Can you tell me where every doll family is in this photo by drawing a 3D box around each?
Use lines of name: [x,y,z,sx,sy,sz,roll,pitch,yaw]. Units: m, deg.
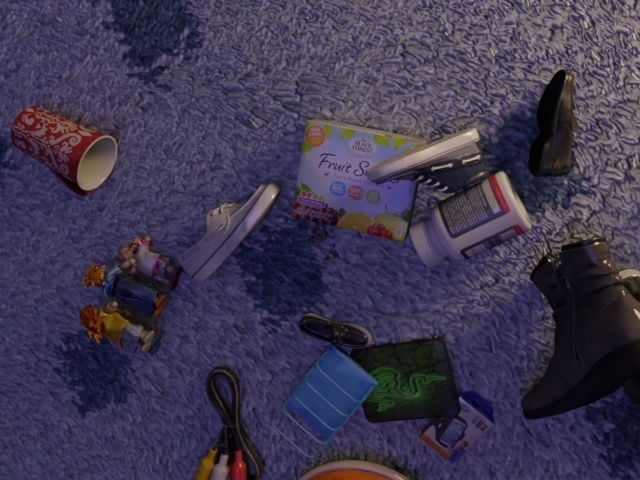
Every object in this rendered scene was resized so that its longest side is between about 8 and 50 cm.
doll family: [-0.394,0.121,1.308,0.163,0.118,0.263,24,110,8]

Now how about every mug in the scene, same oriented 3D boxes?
mug: [-0.500,-0.166,1.266,0.169,0.113,0.150,27,108,11]

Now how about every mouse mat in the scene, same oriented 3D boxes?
mouse mat: [0.157,0.265,1.239,0.189,0.007,0.153,-12,96,24]

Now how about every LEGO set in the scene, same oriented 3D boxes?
LEGO set: [0.003,0.000,1.215,0.083,0.023,0.054,47,111,0]

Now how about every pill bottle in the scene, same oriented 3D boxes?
pill bottle: [0.244,-0.028,1.096,0.180,0.108,0.108,-27,96,21]

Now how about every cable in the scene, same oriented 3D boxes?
cable: [-0.184,0.406,1.353,0.139,0.072,0.287,8,106,8]

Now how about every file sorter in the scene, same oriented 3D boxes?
file sorter: [0.004,0.306,1.248,0.118,0.104,0.170,40,112,9]

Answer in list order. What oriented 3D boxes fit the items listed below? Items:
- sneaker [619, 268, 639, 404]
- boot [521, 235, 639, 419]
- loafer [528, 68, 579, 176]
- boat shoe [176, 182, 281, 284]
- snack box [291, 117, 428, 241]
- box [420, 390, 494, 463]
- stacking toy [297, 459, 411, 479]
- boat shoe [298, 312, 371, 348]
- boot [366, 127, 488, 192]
sneaker: [0.519,0.169,1.069,0.078,0.106,0.234,-9,102,6]
boot: [0.410,0.149,1.090,0.223,0.118,0.338,67,149,25]
loafer: [0.380,-0.183,1.049,0.061,0.062,0.170,4,111,-9]
boat shoe: [-0.178,-0.023,1.222,0.084,0.095,0.258,43,110,-3]
snack box: [0.066,-0.107,1.143,0.207,0.070,0.175,14,106,10]
box: [0.260,0.346,1.236,0.081,0.028,0.136,39,113,4]
stacking toy: [0.031,0.648,1.140,0.350,0.480,0.351,4,106,15]
boat shoe: [0.025,0.176,1.248,0.142,0.040,0.049,15,108,12]
boot: [0.173,-0.106,1.048,0.190,0.069,0.086,-21,102,0]
